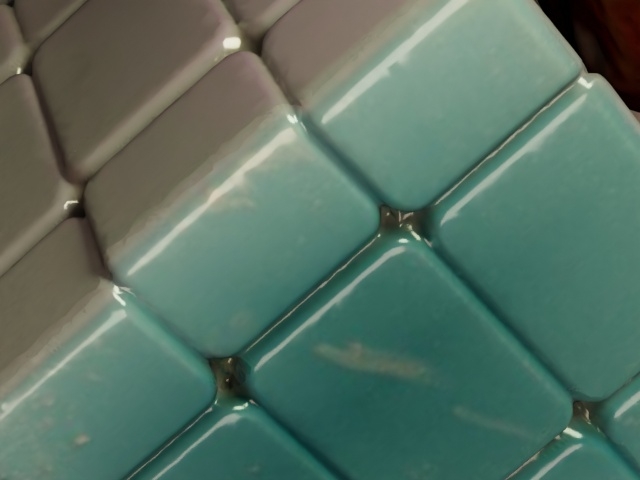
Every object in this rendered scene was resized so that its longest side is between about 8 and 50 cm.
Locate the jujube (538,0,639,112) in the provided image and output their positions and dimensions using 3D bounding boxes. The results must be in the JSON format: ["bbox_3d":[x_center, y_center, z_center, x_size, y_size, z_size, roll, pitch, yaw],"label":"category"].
[{"bbox_3d":[0.283,-0.214,0.947,0.377,0.276,0.276,-29,124,-7],"label":"jujube"}]

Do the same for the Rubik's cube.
[{"bbox_3d":[0.000,0.000,0.948,0.316,0.319,0.322,-40,124,6],"label":"Rubik's cube"}]
